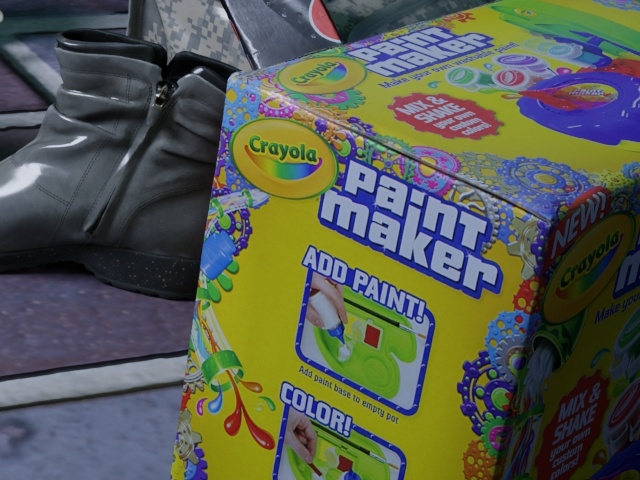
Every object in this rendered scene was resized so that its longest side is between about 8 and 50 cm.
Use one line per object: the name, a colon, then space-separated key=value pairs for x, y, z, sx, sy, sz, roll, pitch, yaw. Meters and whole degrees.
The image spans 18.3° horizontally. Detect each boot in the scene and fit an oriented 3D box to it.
boot: x=-0.165 y=-0.062 z=1.245 sx=0.246 sy=0.161 sz=0.083 roll=8 pitch=25 yaw=-3

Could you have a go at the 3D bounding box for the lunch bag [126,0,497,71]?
lunch bag: x=0.030 y=-0.112 z=1.421 sx=0.287 sy=0.169 sz=0.235 roll=29 pitch=33 yaw=22

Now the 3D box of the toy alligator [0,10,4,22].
toy alligator: x=-0.329 y=-0.149 z=1.502 sx=0.189 sy=0.056 sz=0.051 roll=-17 pitch=-4 yaw=-44

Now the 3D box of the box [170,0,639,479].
box: x=0.090 y=0.046 z=0.976 sx=0.177 sy=0.279 sz=0.290 roll=26 pitch=30 yaw=31

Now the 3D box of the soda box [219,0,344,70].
soda box: x=-0.015 y=-0.118 z=1.259 sx=0.060 sy=0.053 sz=0.169 roll=-25 pitch=62 yaw=-1
